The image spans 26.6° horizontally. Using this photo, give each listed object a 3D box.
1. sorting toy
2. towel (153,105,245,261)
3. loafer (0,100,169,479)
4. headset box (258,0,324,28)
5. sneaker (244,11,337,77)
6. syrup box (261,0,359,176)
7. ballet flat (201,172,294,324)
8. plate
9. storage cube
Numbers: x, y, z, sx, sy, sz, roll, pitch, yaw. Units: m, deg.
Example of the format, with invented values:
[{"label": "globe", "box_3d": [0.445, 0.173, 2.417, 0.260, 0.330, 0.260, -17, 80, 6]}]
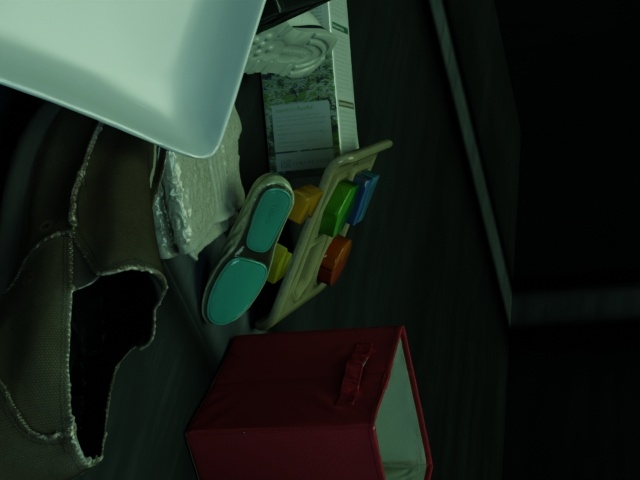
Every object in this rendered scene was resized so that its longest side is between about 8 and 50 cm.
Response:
[{"label": "sorting toy", "box_3d": [0.000, 0.000, 1.531, 0.229, 0.041, 0.307, -65, 170, 15]}, {"label": "towel", "box_3d": [-0.131, -0.132, 1.311, 0.187, 0.049, 0.282, -51, 134, -68]}, {"label": "loafer", "box_3d": [-0.160, 0.028, 0.975, 0.134, 0.130, 0.366, 65, 31, -52]}, {"label": "headset box", "box_3d": [-0.105, -0.293, 1.175, 0.246, 0.131, 0.283, 66, 17, -8]}, {"label": "sneaker", "box_3d": [-0.078, -0.242, 1.488, 0.095, 0.090, 0.235, 54, 19, 21]}, {"label": "syrup box", "box_3d": [-0.015, -0.196, 1.644, 0.096, 0.093, 0.236, -6, 91, -74]}, {"label": "ballet flat", "box_3d": [-0.073, 0.008, 1.378, 0.168, 0.057, 0.052, -61, -155, 13]}, {"label": "plate", "box_3d": [-0.153, -0.226, 0.950, 0.277, 0.045, 0.278, 20, 86, -36]}, {"label": "storage cube", "box_3d": [-0.004, 0.218, 1.391, 0.183, 0.193, 0.215, -67, 149, -58]}]
